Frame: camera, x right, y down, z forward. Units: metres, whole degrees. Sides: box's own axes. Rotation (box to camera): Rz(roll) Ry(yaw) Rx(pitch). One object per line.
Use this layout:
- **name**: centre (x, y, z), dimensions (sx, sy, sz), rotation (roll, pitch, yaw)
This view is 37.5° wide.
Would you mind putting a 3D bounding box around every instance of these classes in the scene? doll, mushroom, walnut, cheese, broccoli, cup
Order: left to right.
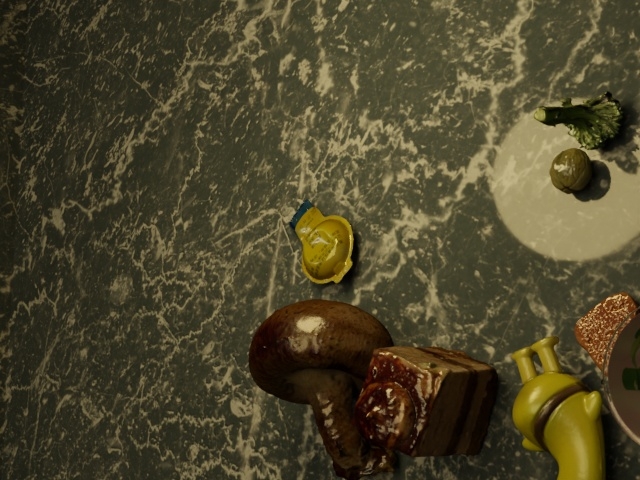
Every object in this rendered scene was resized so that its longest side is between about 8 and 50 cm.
- **mushroom**: centre (-0.006, 0.312, 2.067), dimensions (0.331, 0.334, 0.356), rotation (6, 72, 45)
- **cheese**: centre (0.000, 0.000, 2.312), dimensions (0.177, 0.069, 0.270), rotation (-54, 45, 16)
- **doll**: centre (0.447, 0.358, 1.729), dimensions (0.199, 0.145, 0.363), rotation (-40, 55, 46)
- **walnut**: centre (0.498, -0.139, 1.874), dimensions (0.092, 0.092, 0.092), rotation (-15, 68, 40)
- **broccoli**: centre (0.490, -0.238, 1.828), dimensions (0.118, 0.204, 0.122), rotation (-23, 71, 53)
- **cup**: centre (0.609, 0.214, 1.506), dimensions (0.253, 0.274, 0.253), rotation (-3, 83, 31)

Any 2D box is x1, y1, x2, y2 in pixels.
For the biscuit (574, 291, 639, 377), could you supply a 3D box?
- **biscuit**: centre (0.582, 0.174, 1.730), dimensions (0.186, 0.036, 0.192), rotation (-49, 50, 19)

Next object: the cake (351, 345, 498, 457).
- **cake**: centre (0.192, 0.313, 1.881), dimensions (0.196, 0.293, 0.199), rotation (21, 96, 44)
